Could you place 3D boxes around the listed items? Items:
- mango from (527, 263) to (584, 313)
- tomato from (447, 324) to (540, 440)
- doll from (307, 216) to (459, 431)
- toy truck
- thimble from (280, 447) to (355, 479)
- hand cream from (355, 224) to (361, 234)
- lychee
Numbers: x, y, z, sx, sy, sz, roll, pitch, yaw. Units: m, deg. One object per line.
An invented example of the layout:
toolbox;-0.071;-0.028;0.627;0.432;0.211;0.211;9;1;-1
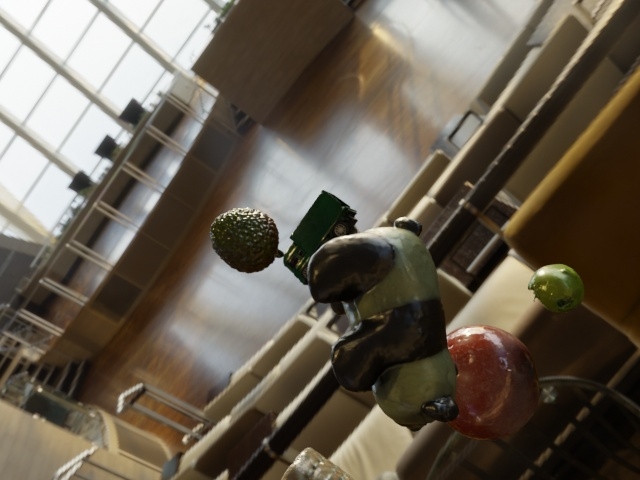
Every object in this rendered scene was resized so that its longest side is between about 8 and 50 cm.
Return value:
mango;0.549;0.103;1.517;0.100;0.119;0.178;-52;-8;24
tomato;0.386;0.325;1.524;0.227;0.270;0.270;-24;37;40
doll;0.073;0.095;0.723;0.135;0.143;0.234;-15;78;10
toy truck;0.000;0.000;1.083;0.147;0.079;0.065;-56;-18;8
thimble;-0.028;0.509;1.253;0.196;0.148;0.229;-52;-12;-12
hand cream;0.059;0.013;1.169;0.053;0.084;0.142;-11;29;-1
lychee;-0.124;0.002;1.127;0.114;0.146;0.114;-19;62;41
